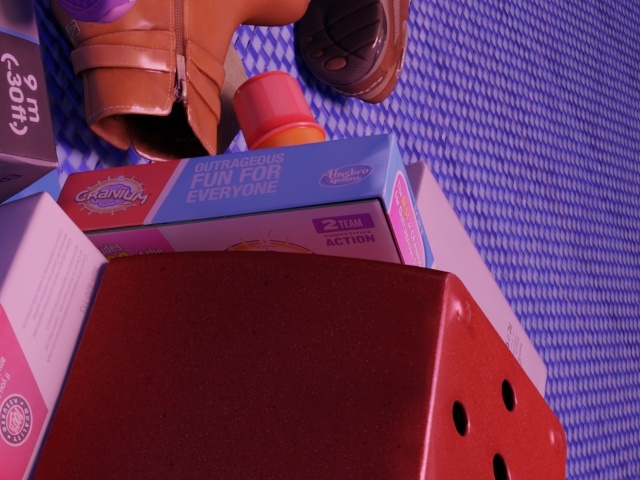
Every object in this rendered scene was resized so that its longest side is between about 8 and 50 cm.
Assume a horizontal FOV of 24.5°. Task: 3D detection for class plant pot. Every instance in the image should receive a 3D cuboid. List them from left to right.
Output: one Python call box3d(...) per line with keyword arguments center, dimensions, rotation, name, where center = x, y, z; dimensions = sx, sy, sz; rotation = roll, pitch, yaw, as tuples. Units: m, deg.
box3d(center=(0.006, 0.159, 0.903), dimensions=(0.267, 0.236, 0.267), rotation=(52, 35, -36), name="plant pot")

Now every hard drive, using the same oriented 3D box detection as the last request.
box3d(center=(0.163, 0.113, 1.691), dimensions=(0.353, 0.047, 0.233), rotation=(56, 32, -32), name="hard drive")

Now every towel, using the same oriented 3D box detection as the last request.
box3d(center=(-0.104, -0.140, 1.343), dimensions=(0.110, 0.027, 0.148), rotation=(61, 29, -26), name="towel")

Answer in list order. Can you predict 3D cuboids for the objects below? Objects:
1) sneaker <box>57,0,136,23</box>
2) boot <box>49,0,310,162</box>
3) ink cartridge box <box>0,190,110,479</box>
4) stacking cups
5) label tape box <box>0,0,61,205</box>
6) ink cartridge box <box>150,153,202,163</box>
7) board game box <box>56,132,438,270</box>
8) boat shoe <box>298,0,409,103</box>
box3d(center=(-0.193, -0.245, 0.935), dimensions=(0.104, 0.095, 0.236), rotation=(-23, 90, -57), name="sneaker")
box3d(center=(-0.100, -0.165, 1.233), dimensions=(0.283, 0.109, 0.220), rotation=(15, 53, -48), name="boot")
box3d(center=(-0.168, 0.142, 0.971), dimensions=(0.283, 0.117, 0.207), rotation=(53, 34, -35), name="ink cartridge box")
box3d(center=(0.000, 0.000, 1.267), dimensions=(0.096, 0.096, 0.316), rotation=(27, 36, -55), name="stacking cups")
box3d(center=(-0.264, -0.160, 0.961), dimensions=(0.348, 0.115, 0.249), rotation=(7, 70, -59), name="label tape box")
box3d(center=(-0.109, 0.004, 1.220), dimensions=(0.104, 0.060, 0.180), rotation=(55, 33, -32), name="ink cartridge box")
box3d(center=(-0.025, 0.073, 1.073), dimensions=(0.064, 0.242, 0.316), rotation=(-79, 156, -44), name="board game box")
box3d(center=(0.043, -0.297, 1.624), dimensions=(0.120, 0.123, 0.324), rotation=(41, 50, -55), name="boat shoe")
